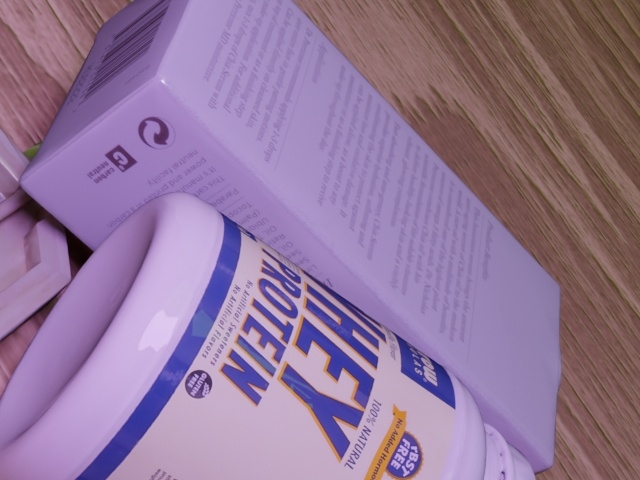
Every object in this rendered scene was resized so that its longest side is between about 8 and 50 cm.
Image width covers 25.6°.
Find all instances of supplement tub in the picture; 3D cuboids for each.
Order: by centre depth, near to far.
[{"bbox_3d":[-0.036,0.145,0.967,0.325,0.235,0.235,35,38,-18],"label":"supplement tub"}]

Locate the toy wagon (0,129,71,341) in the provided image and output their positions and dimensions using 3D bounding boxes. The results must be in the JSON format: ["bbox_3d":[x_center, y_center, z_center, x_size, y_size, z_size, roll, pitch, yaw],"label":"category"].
[{"bbox_3d":[-0.330,-0.068,1.000,0.344,0.068,0.267,47,35,-2],"label":"toy wagon"}]

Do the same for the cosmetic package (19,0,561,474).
[{"bbox_3d":[0.000,0.000,1.146,0.453,0.161,0.230,44,34,-22],"label":"cosmetic package"}]
